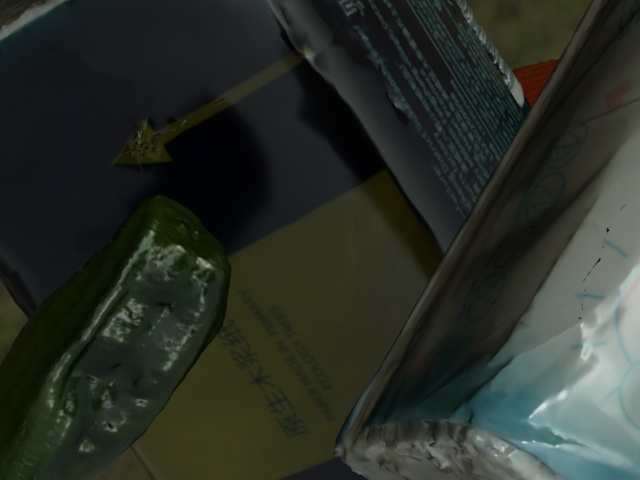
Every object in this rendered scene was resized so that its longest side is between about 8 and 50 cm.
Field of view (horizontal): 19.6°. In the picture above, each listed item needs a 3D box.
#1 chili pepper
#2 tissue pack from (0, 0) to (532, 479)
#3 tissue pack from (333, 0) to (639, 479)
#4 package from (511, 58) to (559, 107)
[{"bbox_3d":[-0.116,0.073,0.823,0.204,0.072,0.073,-48,-167,14],"label":"chili pepper"},{"bbox_3d":[0.000,0.000,1.026,0.253,0.416,0.264,-28,-163,26],"label":"tissue pack"},{"bbox_3d":[0.158,0.016,0.672,0.124,0.201,0.271,-11,-136,61],"label":"tissue pack"},{"bbox_3d":[0.238,-0.019,1.198,0.223,0.288,0.108,-29,-168,-7],"label":"package"}]
